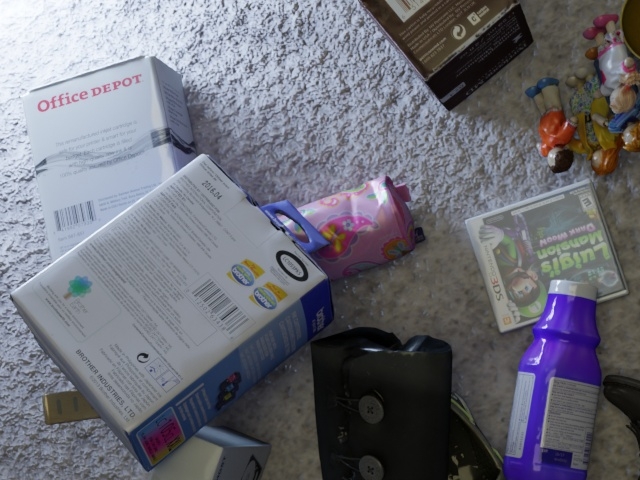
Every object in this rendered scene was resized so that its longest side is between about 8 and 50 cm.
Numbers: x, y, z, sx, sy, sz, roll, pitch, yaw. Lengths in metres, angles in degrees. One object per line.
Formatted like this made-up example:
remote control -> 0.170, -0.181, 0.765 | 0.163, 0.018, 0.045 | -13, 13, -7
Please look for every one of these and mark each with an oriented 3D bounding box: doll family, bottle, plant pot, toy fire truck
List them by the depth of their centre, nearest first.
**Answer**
bottle -> 0.324, 0.197, 1.851 | 0.092, 0.118, 0.283 | 1, 79, 53
doll family -> 0.395, -0.182, 1.858 | 0.118, 0.263, 0.163 | -2, 67, -22
plant pot -> 0.487, -0.294, 1.890 | 0.134, 0.095, 0.134 | -2, 82, 15
toy fire truck -> -0.302, 0.181, 1.959 | 0.158, 0.246, 0.217 | -32, 76, 9

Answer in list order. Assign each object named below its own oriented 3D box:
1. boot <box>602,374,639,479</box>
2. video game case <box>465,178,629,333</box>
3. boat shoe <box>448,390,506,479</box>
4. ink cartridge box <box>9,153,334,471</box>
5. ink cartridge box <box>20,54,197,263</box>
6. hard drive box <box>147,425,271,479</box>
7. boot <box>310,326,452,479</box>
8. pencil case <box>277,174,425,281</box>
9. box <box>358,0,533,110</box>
boot -> 0.427, 0.329, 1.800 | 0.263, 0.091, 0.229 | 38, 83, 22
video game case -> 0.320, 0.023, 1.931 | 0.190, 0.022, 0.173 | -19, 79, 12
boat shoe -> 0.216, 0.343, 1.880 | 0.109, 0.091, 0.305 | -32, 76, 9
ink cartridge box -> -0.167, 0.073, 1.823 | 0.395, 0.151, 0.270 | -38, 66, -15
ink cartridge box -> -0.303, -0.097, 2.057 | 0.223, 0.129, 0.307 | -15, 79, 13
hard drive box -> -0.168, 0.358, 1.908 | 0.089, 0.232, 0.181 | 19, 88, 17
boot -> 0.155, 0.349, 1.798 | 0.367, 0.146, 0.445 | 3, 93, 31
pencil case -> 0.000, 0.000, 1.974 | 0.284, 0.124, 0.124 | -21, 78, 11
box -> 0.179, -0.314, 1.919 | 0.168, 0.203, 0.167 | -40, 75, 7
